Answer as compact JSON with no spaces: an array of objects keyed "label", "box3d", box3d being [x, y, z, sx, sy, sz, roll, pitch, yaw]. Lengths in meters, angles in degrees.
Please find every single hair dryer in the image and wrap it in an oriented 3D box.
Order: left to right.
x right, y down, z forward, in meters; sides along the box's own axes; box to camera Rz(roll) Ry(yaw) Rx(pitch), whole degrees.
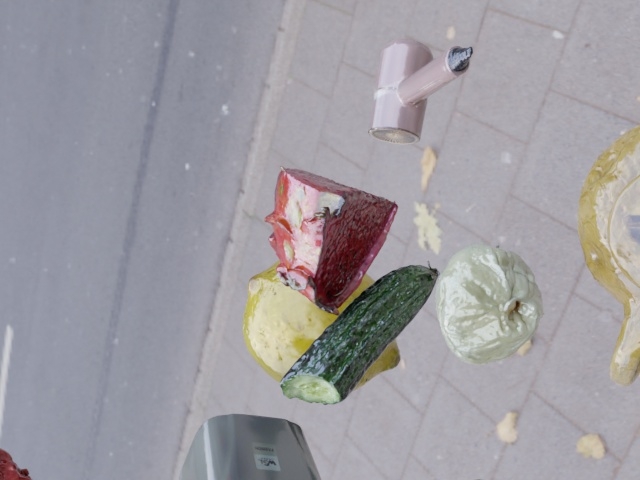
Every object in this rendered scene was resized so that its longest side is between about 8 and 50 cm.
[{"label":"hair dryer","box3d":[0.195,-0.299,1.354,0.344,0.107,0.189,167,115,-71]}]

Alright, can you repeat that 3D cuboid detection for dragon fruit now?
[{"label":"dragon fruit","box3d":[-0.011,0.002,0.915,0.126,0.274,0.161,18,97,18]}]

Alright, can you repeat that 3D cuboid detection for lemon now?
[{"label":"lemon","box3d":[0.003,0.156,1.384,0.310,0.258,0.257,25,118,2]}]

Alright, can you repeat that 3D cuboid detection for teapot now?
[{"label":"teapot","box3d":[0.325,-0.001,0.677,0.203,0.167,0.311,28,113,27]}]

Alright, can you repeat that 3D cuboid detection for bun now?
[{"label":"bun","box3d":[0.300,0.109,1.306,0.134,0.220,0.220,0,91,54]}]

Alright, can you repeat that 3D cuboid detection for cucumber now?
[{"label":"cucumber","box3d":[0.059,0.109,0.954,0.077,0.265,0.077,30,146,23]}]

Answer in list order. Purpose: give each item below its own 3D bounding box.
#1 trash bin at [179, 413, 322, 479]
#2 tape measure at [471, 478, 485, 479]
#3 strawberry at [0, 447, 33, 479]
[{"label":"trash bin","box3d":[-0.087,0.383,1.006,0.219,0.220,0.250,-66,25,24]},{"label":"tape measure","box3d":[0.157,0.363,0.947,0.154,0.177,0.087,-44,67,27]},{"label":"strawberry","box3d":[-0.283,0.265,0.652,0.236,0.111,0.190,162,112,-64]}]
